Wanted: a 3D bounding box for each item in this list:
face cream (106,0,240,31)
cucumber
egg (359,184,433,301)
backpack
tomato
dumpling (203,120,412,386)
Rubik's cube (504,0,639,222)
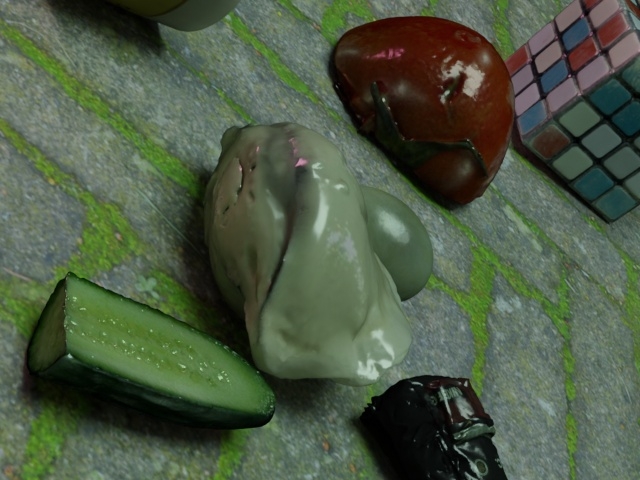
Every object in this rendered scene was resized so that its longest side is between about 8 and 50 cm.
[{"bbox_3d":[-0.187,-0.360,1.486,0.179,0.218,0.218,16,43,-44],"label":"face cream"},{"bbox_3d":[-0.139,0.117,1.158,0.244,0.063,0.115,27,28,-35],"label":"cucumber"},{"bbox_3d":[0.059,0.003,1.516,0.152,0.114,0.114,46,29,-4],"label":"egg"},{"bbox_3d":[0.130,0.212,1.380,0.165,0.106,0.120,56,25,18],"label":"backpack"},{"bbox_3d":[0.173,-0.215,1.871,0.309,0.170,0.309,34,34,-28],"label":"tomato"},{"bbox_3d":[0.000,0.000,1.355,0.243,0.187,0.318,24,37,-26],"label":"dumpling"},{"bbox_3d":[0.485,-0.236,2.237,0.256,0.259,0.253,35,32,-28],"label":"Rubik's cube"}]
